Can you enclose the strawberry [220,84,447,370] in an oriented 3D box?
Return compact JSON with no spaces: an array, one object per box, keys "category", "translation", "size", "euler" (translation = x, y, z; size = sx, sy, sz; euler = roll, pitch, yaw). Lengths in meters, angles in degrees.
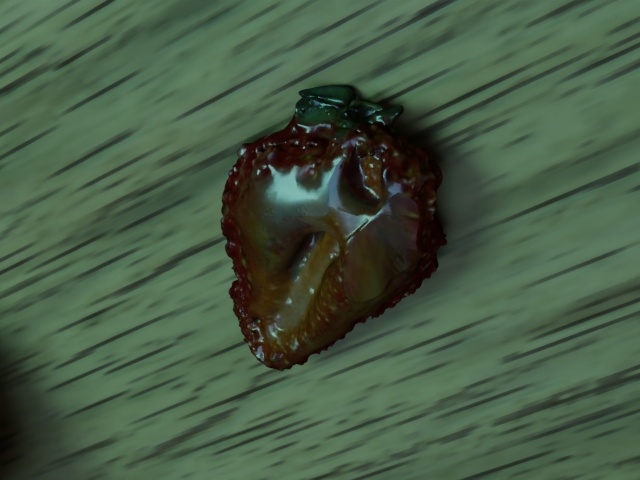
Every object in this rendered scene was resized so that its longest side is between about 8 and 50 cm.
[{"category":"strawberry","translation":[-0.001,0.002,0.636],"size":[0.104,0.048,0.152],"euler":[27,120,7]}]
